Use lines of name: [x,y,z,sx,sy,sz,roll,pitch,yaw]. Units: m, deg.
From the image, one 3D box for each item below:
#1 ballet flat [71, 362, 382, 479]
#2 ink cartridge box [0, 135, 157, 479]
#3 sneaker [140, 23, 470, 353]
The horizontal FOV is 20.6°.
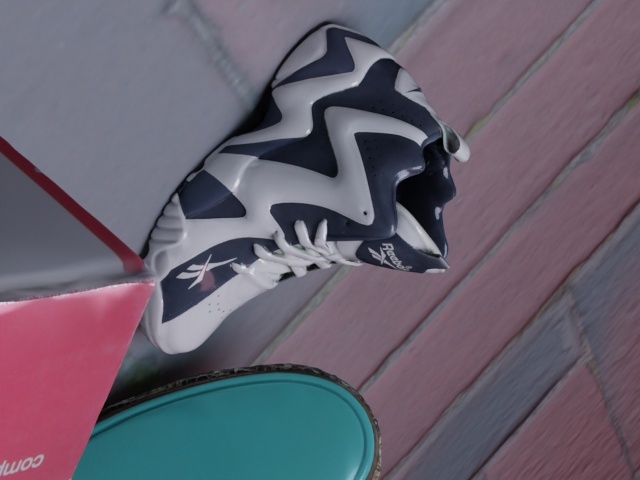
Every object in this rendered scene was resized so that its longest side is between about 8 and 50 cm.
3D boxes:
ballet flat: [-0.183,0.234,1.117,0.483,0.164,0.182,-30,167,-24]
ink cartridge box: [-0.265,0.102,0.674,0.160,0.279,0.384,-10,131,-52]
sneaker: [0.000,0.000,1.077,0.235,0.153,0.094,-51,151,-1]
